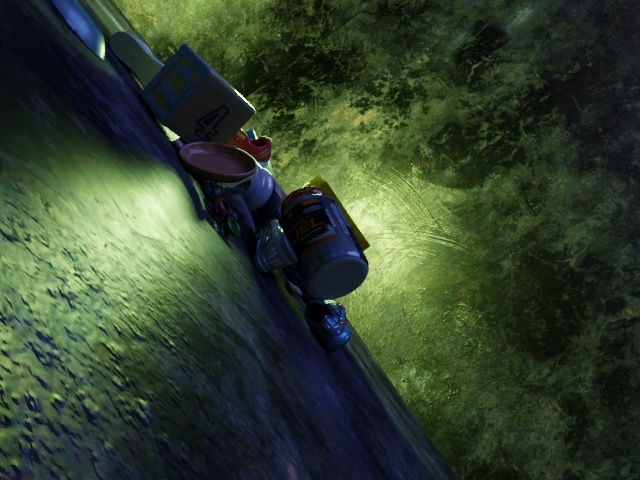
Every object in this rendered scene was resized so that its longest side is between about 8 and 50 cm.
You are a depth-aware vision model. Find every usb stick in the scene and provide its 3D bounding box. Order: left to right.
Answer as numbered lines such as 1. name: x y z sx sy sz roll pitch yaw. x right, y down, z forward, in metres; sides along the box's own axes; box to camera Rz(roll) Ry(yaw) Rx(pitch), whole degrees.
1. usb stick: -0.056 0.138 1.992 0.278 0.077 0.045 54 -33 0

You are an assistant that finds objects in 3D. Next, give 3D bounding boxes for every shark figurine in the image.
1. shark figurine: -0.223 -0.118 1.553 0.166 0.116 0.278 52 -2 14

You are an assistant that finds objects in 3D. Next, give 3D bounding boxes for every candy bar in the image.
1. candy bar: -0.083 0.147 1.859 0.040 0.018 0.161 54 1 17

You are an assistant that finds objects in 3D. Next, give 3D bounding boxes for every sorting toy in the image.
1. sorting toy: -0.221 -0.047 1.384 0.102 0.042 0.061 66 17 4

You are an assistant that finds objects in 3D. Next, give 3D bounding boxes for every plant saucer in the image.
1. plant saucer: -0.558 -0.513 1.406 0.195 0.037 0.195 55 0 0
2. plant saucer: -0.264 -0.198 1.551 0.200 0.199 0.037 54 -43 49

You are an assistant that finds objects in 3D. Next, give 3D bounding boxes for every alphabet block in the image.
1. alphabet block: -0.335 -0.377 1.655 0.197 0.193 0.192 36 12 -51

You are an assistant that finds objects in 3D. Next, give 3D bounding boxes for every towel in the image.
1. towel: -0.352 -0.224 1.675 0.144 0.029 0.197 53 3 -14

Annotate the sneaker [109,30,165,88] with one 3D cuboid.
1. sneaker: -0.509 -0.511 1.847 0.293 0.108 0.169 52 4 -20

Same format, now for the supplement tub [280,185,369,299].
1. supplement tub: 0.000 0.000 1.761 0.194 0.193 0.316 53 8 -51

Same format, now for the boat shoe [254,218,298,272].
1. boat shoe: -0.131 0.022 1.612 0.118 0.103 0.320 63 -4 -12

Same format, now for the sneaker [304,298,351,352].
1. sneaker: 0.011 0.206 1.725 0.125 0.104 0.262 51 1 -20

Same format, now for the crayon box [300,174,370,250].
1. crayon box: -0.022 -0.026 2.435 0.363 0.313 0.106 53 1 -31

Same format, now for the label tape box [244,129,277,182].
1. label tape box: -0.236 -0.246 2.422 0.334 0.105 0.241 64 5 -60

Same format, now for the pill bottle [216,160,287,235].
1. pill bottle: -0.196 -0.128 1.865 0.161 0.161 0.283 54 1 35

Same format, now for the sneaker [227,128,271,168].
1. sneaker: -0.280 -0.301 1.923 0.278 0.118 0.107 -6 37 -37
